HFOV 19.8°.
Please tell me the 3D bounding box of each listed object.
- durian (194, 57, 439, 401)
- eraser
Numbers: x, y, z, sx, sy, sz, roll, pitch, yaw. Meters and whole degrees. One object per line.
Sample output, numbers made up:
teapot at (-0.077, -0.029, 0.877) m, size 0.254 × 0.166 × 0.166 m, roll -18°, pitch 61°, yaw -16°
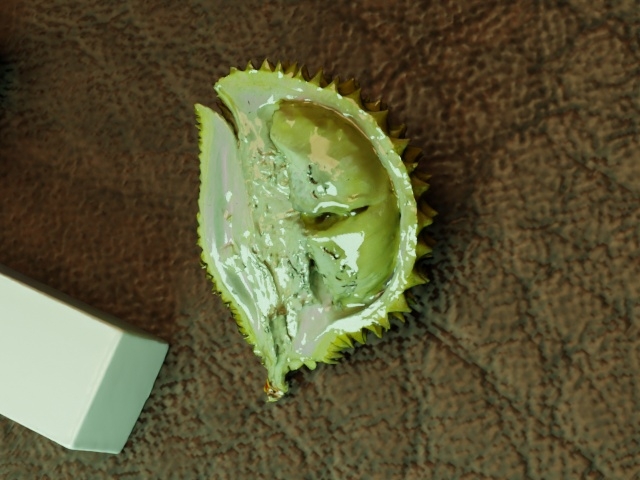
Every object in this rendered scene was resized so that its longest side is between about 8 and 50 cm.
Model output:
durian at (0.000, 0.000, 1.047) m, size 0.146 × 0.102 × 0.208 m, roll 17°, pitch 109°, yaw 22°
eraser at (-0.244, 0.034, 1.118) m, size 0.298 × 0.078 × 0.076 m, roll 23°, pitch 88°, yaw 20°
